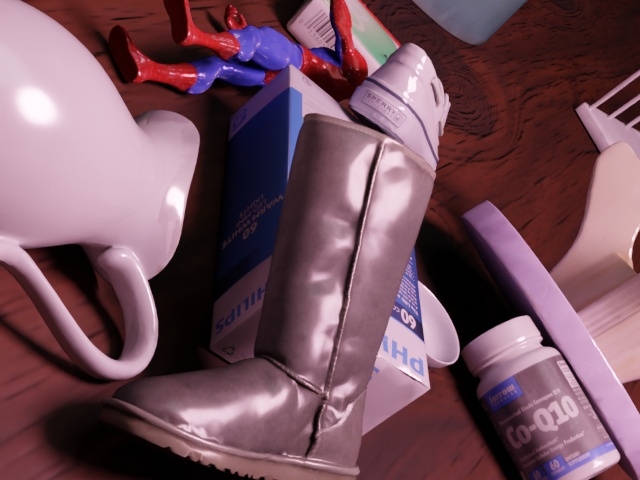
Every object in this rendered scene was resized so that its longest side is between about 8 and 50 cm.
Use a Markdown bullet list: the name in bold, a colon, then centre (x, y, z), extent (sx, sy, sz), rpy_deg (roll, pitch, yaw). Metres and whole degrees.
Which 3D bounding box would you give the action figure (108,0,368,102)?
- **action figure**: centre (-0.052, -0.177, 0.980), extent (0.280, 0.091, 0.139), rpy_deg (8, 59, -54)

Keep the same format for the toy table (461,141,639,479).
- **toy table**: centre (0.265, 0.053, 1.060), extent (0.274, 0.161, 0.252), rpy_deg (59, 0, 1)

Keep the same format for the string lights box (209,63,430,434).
- **string lights box**: centre (0.000, 0.000, 0.867), extent (0.133, 0.077, 0.259), rpy_deg (37, 30, -26)

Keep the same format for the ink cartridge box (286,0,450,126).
- **ink cartridge box**: centre (0.063, -0.202, 1.241), extent (0.181, 0.056, 0.224), rpy_deg (46, 29, -13)

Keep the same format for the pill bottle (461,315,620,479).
- **pill bottle**: centre (0.175, 0.135, 0.975), extent (0.078, 0.078, 0.137), rpy_deg (1, 56, -57)

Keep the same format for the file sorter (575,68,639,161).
- **file sorter**: centre (0.550, -0.139, 1.797), extent (0.278, 0.173, 0.193), rpy_deg (14, 46, -52)

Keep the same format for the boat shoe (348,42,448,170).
- **boat shoe**: centre (0.079, -0.107, 1.032), extent (0.083, 0.076, 0.226), rpy_deg (37, -1, 6)

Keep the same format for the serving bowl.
- **serving bowl**: centre (0.072, 0.068, 0.952), extent (0.083, 0.027, 0.083), rpy_deg (38, 30, -27)

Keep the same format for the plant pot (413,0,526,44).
- **plant pot**: centre (0.210, -0.440, 1.558), extent (0.293, 0.235, 0.293), rpy_deg (38, 29, -26)

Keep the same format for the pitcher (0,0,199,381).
- **pitcher**: centre (-0.152, -0.026, 0.633), extent (0.207, 0.125, 0.177), rpy_deg (31, 47, -56)

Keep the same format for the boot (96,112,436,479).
- **boot**: centre (-0.020, 0.028, 0.679), extent (0.190, 0.076, 0.208), rpy_deg (22, 83, -45)
